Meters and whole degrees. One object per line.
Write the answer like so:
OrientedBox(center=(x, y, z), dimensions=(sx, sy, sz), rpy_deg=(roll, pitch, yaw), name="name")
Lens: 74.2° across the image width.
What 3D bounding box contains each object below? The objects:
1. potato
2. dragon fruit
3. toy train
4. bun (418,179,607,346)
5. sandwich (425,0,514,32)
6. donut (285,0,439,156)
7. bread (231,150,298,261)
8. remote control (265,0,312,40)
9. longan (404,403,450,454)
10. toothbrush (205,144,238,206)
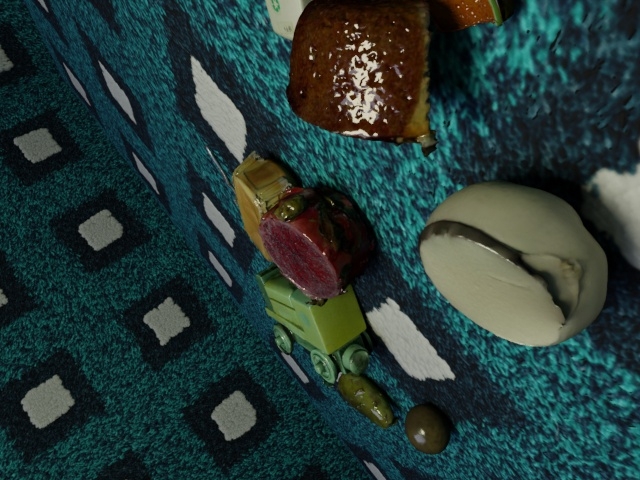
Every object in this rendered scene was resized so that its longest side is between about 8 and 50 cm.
OrientedBox(center=(0.131, 0.456, 1.227), dimensions=(0.226, 0.090, 0.117), rpy_deg=(25, 145, 52), name="potato")
OrientedBox(center=(0.000, 0.000, 0.779), dimensions=(0.211, 0.147, 0.282), rpy_deg=(27, 150, 32), name="dragon fruit")
OrientedBox(center=(-0.027, 0.191, 1.080), dimensions=(0.397, 0.160, 0.253), rpy_deg=(14, 128, 57), name="toy train")
OrientedBox(center=(0.190, 0.013, 0.417), dimensions=(0.173, 0.120, 0.172), rpy_deg=(41, 162, 17), name="bun")
OrientedBox(center=(0.115, -0.216, 0.360), dimensions=(0.101, 0.026, 0.069), rpy_deg=(28, 151, 53), name="sandwich")
OrientedBox(center=(0.035, -0.174, 0.427), dimensions=(0.186, 0.144, 0.126), rpy_deg=(-96, 6, -58), name="donut")
OrientedBox(center=(-0.108, -0.065, 0.915), dimensions=(0.136, 0.107, 0.241), rpy_deg=(45, 156, 26), name="bread")
OrientedBox(center=(-0.052, -0.342, 0.473), dimensions=(0.090, 0.049, 0.230), rpy_deg=(38, 155, 40), name="remote control")
OrientedBox(center=(0.243, 0.423, 0.959), dimensions=(0.106, 0.106, 0.119), rpy_deg=(49, -161, 13), name="longan")
OrientedBox(center=(-0.274, -0.182, 1.195), dimensions=(0.013, 0.019, 0.193), rpy_deg=(11, 131, 60), name="toothbrush")
